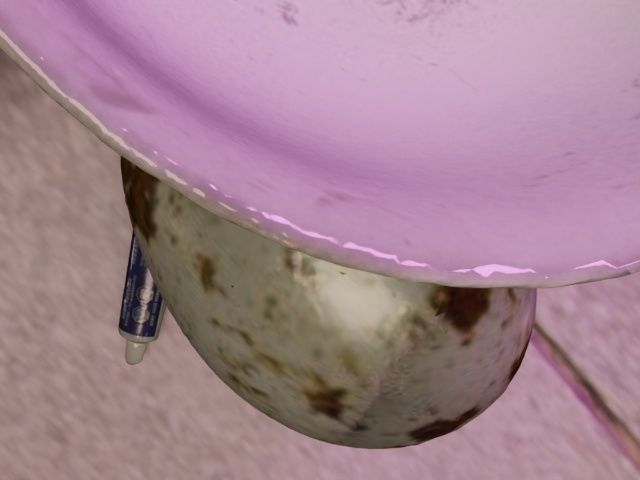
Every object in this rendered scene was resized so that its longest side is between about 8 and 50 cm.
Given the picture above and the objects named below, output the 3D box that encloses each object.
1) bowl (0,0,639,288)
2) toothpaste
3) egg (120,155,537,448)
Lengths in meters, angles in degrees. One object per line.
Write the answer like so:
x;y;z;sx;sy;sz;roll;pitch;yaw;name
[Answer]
0.024;-0.195;0.436;0.435;0.196;0.434;1;86;-20;bowl
-0.093;0.006;0.610;0.037;0.021;0.139;13;103;-3;toothpaste
0.000;0.000;0.533;0.231;0.169;0.169;39;102;2;egg
